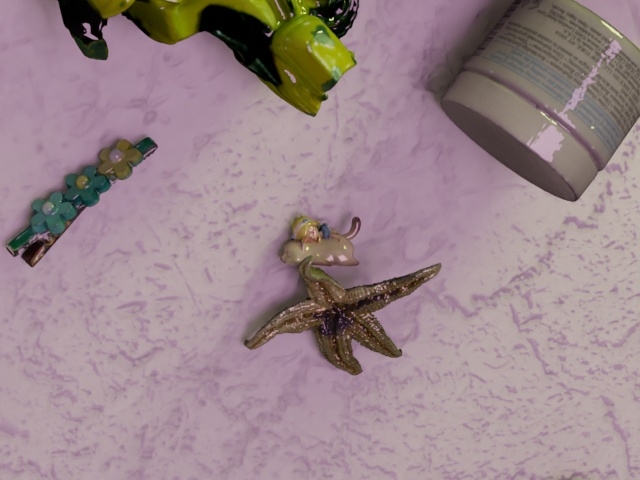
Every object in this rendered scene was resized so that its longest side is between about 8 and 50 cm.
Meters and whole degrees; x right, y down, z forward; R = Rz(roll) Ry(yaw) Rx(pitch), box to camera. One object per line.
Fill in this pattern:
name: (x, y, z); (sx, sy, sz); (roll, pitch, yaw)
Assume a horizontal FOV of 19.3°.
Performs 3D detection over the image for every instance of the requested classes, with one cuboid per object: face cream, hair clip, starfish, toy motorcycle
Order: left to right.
hair clip: (-0.223, -0.041, 1.772); (0.173, 0.049, 0.049); (-43, 123, -8)
toy motorcycle: (-0.112, -0.227, 1.710); (0.342, 0.142, 0.206); (30, 93, -32)
starfish: (0.026, 0.071, 1.928); (0.216, 0.050, 0.223); (-18, 146, 12)
face cream: (0.234, -0.149, 1.909); (0.177, 0.177, 0.153); (41, 84, -34)

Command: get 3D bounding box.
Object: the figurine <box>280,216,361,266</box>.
figurine: (0.000, 0.000, 1.918); (0.083, 0.047, 0.051); (1, 93, -22)
